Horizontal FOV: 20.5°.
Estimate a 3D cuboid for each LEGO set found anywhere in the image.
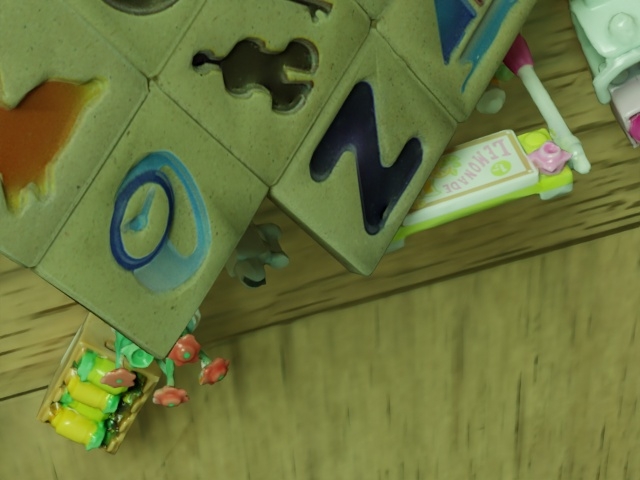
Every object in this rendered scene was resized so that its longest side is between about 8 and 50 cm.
[{"bbox_3d":[0.000,0.000,0.628,0.287,0.107,0.132,-33,138,10],"label":"LEGO set"}]

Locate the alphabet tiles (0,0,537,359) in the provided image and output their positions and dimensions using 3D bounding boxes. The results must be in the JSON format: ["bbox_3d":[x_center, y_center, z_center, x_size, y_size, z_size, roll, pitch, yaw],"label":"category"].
[{"bbox_3d":[-0.031,-0.139,0.424,0.342,0.011,0.285,42,75,-47],"label":"alphabet tiles"}]
